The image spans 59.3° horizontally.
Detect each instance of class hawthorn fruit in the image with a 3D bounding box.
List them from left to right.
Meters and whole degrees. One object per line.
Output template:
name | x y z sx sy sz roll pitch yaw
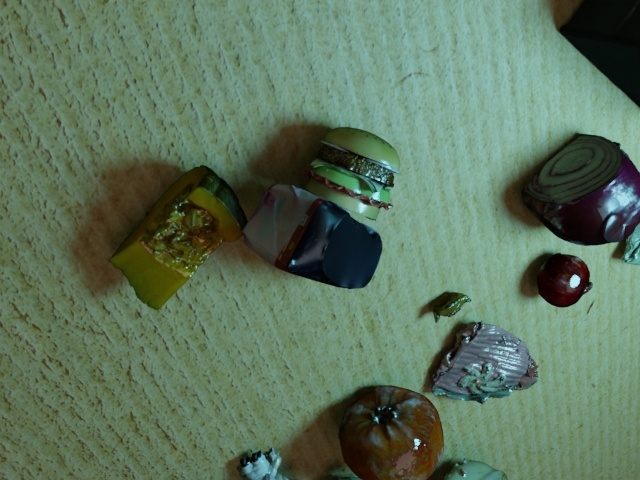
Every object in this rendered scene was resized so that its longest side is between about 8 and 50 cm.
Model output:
hawthorn fruit | 0.172 0.479 1.310 0.242 0.242 0.272 -27 127 -8

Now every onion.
onion | 0.576 0.092 1.329 0.131 0.131 0.131 -10 120 -18
onion | 0.578 -0.081 1.183 0.216 0.206 0.207 -44 124 5

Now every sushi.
sushi | 0.295 0.148 1.281 0.099 0.050 0.047 -28 118 0

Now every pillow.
pillow | 0.853 0.003 1.425 0.181 0.078 0.134 4 118 -28

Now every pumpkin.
pumpkin | -0.228 -0.014 0.940 0.248 0.126 0.131 -34 120 18

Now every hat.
hat | 0.432 0.318 1.397 0.286 0.107 0.237 17 119 -24

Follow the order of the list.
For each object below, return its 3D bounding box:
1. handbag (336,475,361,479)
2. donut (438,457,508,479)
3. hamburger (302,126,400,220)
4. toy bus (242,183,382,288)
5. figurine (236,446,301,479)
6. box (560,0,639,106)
handbag | 0.099 0.732 1.479 0.316 0.109 0.253 25 109 -37
donut | 0.368 0.767 1.544 0.382 0.142 0.382 -28 136 -31
hamburger | 0.058 -0.123 0.971 0.175 0.175 0.137 17 99 -29
toy bus | 0.000 0.000 0.959 0.127 0.147 0.302 -63 158 2
figurine | -0.111 0.583 1.314 0.137 0.112 0.229 -27 114 -1
box | 0.683 -0.371 1.048 0.345 0.251 0.204 24 105 -33
